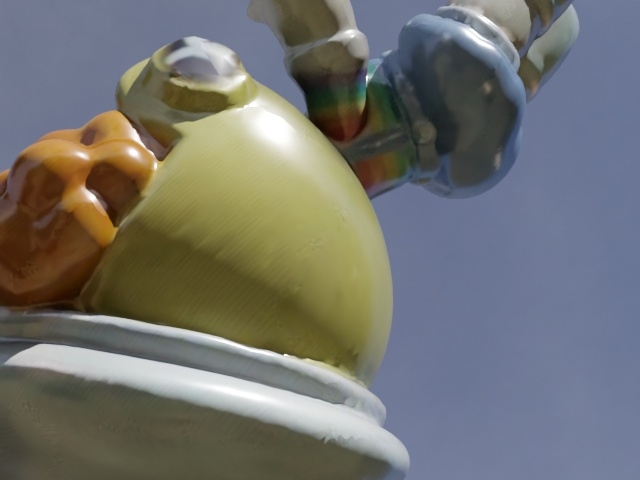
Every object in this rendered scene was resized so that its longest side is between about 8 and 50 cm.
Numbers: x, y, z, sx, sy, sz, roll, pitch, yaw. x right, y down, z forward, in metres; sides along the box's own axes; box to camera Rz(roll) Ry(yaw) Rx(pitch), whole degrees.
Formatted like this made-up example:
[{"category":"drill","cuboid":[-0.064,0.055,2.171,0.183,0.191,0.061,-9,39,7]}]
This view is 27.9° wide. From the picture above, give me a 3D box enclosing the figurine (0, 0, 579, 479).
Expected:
[{"category":"figurine","cuboid":[0.001,-0.017,0.555,0.382,0.205,0.224,-49,-21,-11]}]
